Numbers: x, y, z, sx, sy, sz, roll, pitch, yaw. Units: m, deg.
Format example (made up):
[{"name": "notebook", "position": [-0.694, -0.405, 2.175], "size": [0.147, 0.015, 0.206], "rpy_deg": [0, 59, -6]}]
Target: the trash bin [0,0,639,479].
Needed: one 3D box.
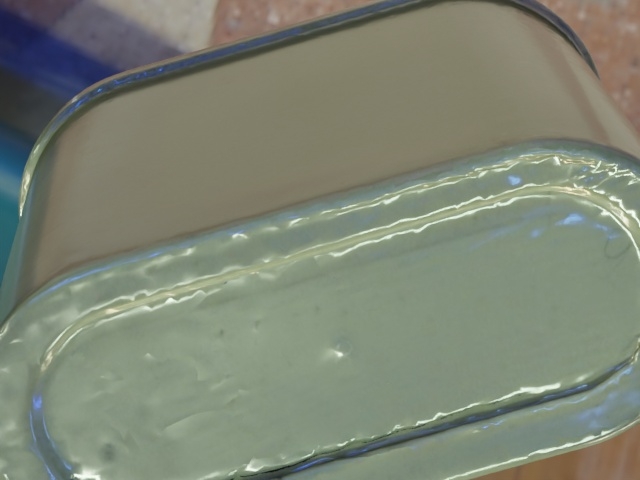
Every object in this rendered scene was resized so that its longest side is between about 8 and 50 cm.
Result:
[{"name": "trash bin", "position": [0.000, 0.000, 0.662], "size": [0.243, 0.247, 0.121], "rpy_deg": [-16, 106, 3]}]
